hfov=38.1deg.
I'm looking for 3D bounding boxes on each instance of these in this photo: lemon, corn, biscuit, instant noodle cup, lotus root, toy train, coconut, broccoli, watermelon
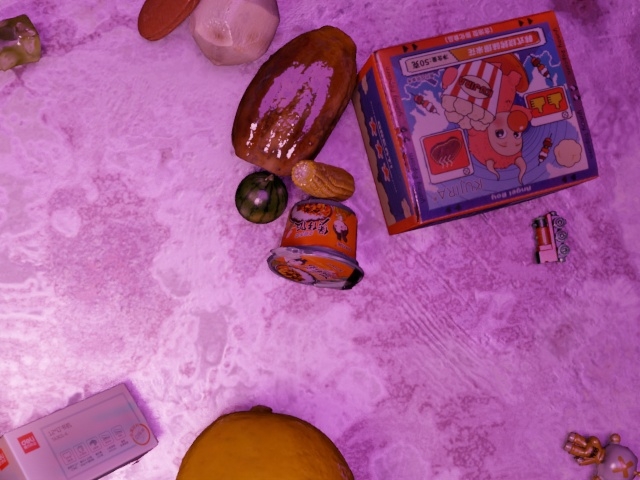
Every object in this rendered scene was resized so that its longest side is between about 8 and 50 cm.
[{"bbox_3d":[-0.094,0.451,1.559,0.348,0.348,0.348,1,85,-9],"label":"lemon"},{"bbox_3d":[0.009,-0.108,1.687,0.067,0.206,0.067,-2,85,23],"label":"corn"},{"bbox_3d":[-0.286,-0.477,1.705,0.036,0.186,0.192,11,57,-46],"label":"biscuit"},{"bbox_3d":[0.000,0.000,1.694,0.178,0.208,0.125,1,69,22],"label":"instant noodle cup"},{"bbox_3d":[-0.045,-0.259,1.695,0.193,0.193,0.291,31,92,-5],"label":"lotus root"},{"bbox_3d":[0.450,-0.005,1.819,0.064,0.044,0.103,-8,87,1],"label":"toy train"},{"bbox_3d":[-0.162,-0.399,1.701,0.161,0.161,0.162,32,101,-5],"label":"coconut"},{"bbox_3d":[-0.664,-0.278,1.609,0.361,0.221,0.252,-10,51,-9],"label":"broccoli"},{"bbox_3d":[-0.106,-0.083,1.709,0.109,0.109,0.109,1,85,-9],"label":"watermelon"}]

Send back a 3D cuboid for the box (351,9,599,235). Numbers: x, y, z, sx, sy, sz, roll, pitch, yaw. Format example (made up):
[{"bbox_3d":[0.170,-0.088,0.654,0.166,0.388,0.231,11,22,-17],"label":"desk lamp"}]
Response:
[{"bbox_3d":[0.271,-0.206,1.699,0.349,0.257,0.318,-13,89,-10],"label":"box"}]

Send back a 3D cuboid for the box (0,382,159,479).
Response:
[{"bbox_3d":[-0.408,0.349,1.556,0.269,0.079,0.135,-20,75,-53],"label":"box"}]

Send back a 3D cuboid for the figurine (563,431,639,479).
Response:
[{"bbox_3d":[0.546,0.414,1.789,0.101,0.068,0.143,-40,79,-4],"label":"figurine"}]
